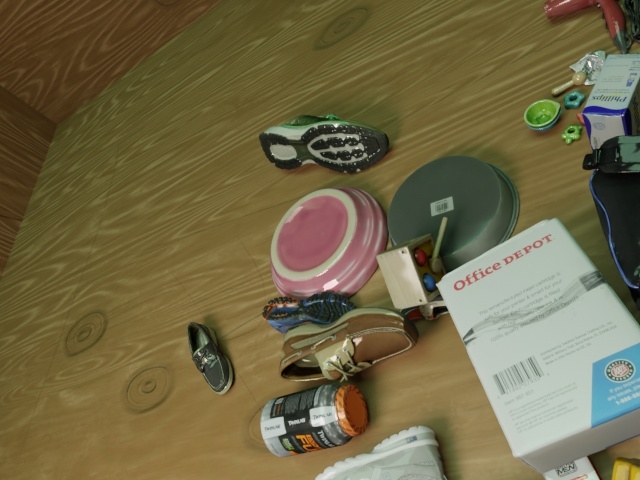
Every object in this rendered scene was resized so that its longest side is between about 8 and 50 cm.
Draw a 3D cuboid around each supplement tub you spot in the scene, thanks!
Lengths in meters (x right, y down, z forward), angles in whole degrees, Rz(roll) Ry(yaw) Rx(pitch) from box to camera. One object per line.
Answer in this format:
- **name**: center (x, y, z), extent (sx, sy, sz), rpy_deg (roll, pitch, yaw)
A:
- **supplement tub**: center (-0.012, 0.348, 1.006), extent (0.190, 0.117, 0.117), rpy_deg (-23, 50, 27)

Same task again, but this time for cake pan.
- **cake pan**: center (0.268, -0.063, 1.104), extent (0.293, 0.054, 0.293), rpy_deg (-20, 52, 27)

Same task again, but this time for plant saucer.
- **plant saucer**: center (0.000, 0.000, 1.257), extent (0.332, 0.084, 0.332), rpy_deg (-21, 51, 28)

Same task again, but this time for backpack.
- **backpack**: center (0.560, -0.033, 0.736), extent (0.263, 0.213, 0.277), rpy_deg (-25, 55, 35)

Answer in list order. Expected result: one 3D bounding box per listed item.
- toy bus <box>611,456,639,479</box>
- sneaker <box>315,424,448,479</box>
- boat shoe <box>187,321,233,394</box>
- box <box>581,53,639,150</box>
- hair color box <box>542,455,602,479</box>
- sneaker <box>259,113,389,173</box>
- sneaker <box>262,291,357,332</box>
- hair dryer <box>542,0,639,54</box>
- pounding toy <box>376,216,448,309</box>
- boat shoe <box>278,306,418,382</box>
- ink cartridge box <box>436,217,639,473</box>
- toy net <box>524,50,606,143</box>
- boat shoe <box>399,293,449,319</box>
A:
- **toy bus**: center (0.351, 0.433, 0.612), extent (0.130, 0.108, 0.333), rpy_deg (3, 77, 32)
- **sneaker**: center (0.087, 0.429, 0.879), extent (0.281, 0.105, 0.115), rpy_deg (-37, 45, 13)
- **boat shoe**: center (-0.289, 0.292, 1.299), extent (0.080, 0.073, 0.223), rpy_deg (-44, 43, 6)
- **box**: center (0.550, -0.247, 0.947), extent (0.072, 0.126, 0.137), rpy_deg (18, 75, 43)
- **hair color box**: center (0.378, 0.382, 0.720), extent (0.072, 0.043, 0.141), rpy_deg (-32, 48, 18)
- **sneaker**: center (0.020, -0.302, 1.417), extent (0.410, 0.158, 0.182), rpy_deg (10, 51, 37)
- **sneaker**: center (-0.017, 0.171, 1.162), extent (0.221, 0.087, 0.083), rpy_deg (-1, 49, 20)
- **hair dryer**: center (0.619, -0.513, 1.105), extent (0.293, 0.080, 0.224), rpy_deg (27, 81, 46)
- **pounding toy**: center (0.195, 0.041, 0.988), extent (0.100, 0.141, 0.130), rpy_deg (-19, 92, 39)
- **boat shoe**: center (0.044, 0.227, 1.029), extent (0.324, 0.122, 0.120), rpy_deg (-22, 31, 38)
- **ink cartridge box**: center (0.347, 0.152, 0.787), extent (0.223, 0.129, 0.308), rpy_deg (-32, 45, 17)
- **toy net**: center (0.530, -0.311, 1.064), extent (0.122, 0.045, 0.232), rpy_deg (31, 83, 46)
- **boat shoe**: center (0.221, 0.133, 1.015), extent (0.137, 0.049, 0.043), rpy_deg (-24, 51, 19)
